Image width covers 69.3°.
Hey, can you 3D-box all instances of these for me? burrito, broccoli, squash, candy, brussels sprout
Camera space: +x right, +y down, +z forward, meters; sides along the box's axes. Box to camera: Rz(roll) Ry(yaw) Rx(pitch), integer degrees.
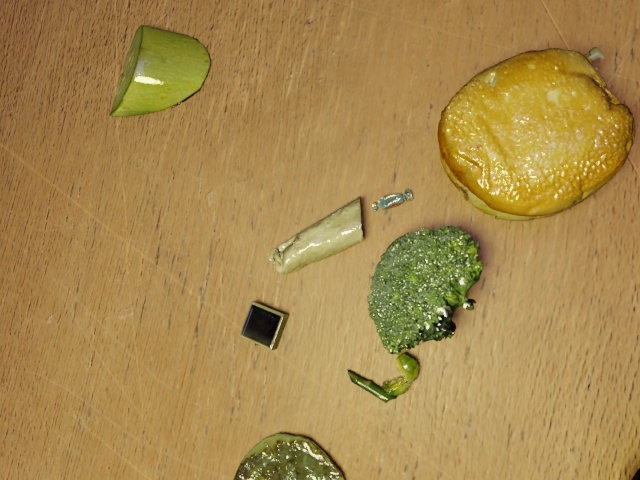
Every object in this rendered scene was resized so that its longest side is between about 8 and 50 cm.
[{"bbox_3d":[0.000,0.000,0.938,0.226,0.060,0.087,-27,75,10],"label":"burrito"},{"bbox_3d":[0.180,0.092,0.820,0.176,0.198,0.226,-16,109,-20],"label":"broccoli"},{"bbox_3d":[-0.388,-0.400,1.131,0.204,0.155,0.237,9,85,54],"label":"squash"},{"bbox_3d":[0.143,-0.082,0.930,0.083,0.020,0.030,-15,78,15],"label":"candy"},{"bbox_3d":[0.153,0.254,0.866,0.051,0.046,0.083,28,91,13],"label":"brussels sprout"}]

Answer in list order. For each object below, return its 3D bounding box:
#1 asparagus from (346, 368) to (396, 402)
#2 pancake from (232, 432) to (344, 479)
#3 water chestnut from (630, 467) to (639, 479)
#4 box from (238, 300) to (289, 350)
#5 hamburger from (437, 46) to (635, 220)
[{"bbox_3d":[0.094,0.281,0.891,0.108,0.025,0.021,26,70,21],"label":"asparagus"},{"bbox_3d":[-0.063,0.502,0.897,0.253,0.037,0.254,-2,81,15],"label":"pancake"},{"bbox_3d":[0.554,0.384,0.593,0.347,0.335,0.335,42,95,-14],"label":"water chestnut"},{"bbox_3d":[-0.118,0.177,0.959,0.079,0.035,0.083,19,87,18],"label":"box"},{"bbox_3d":[0.365,-0.187,0.804,0.314,0.170,0.290,-31,78,9],"label":"hamburger"}]
